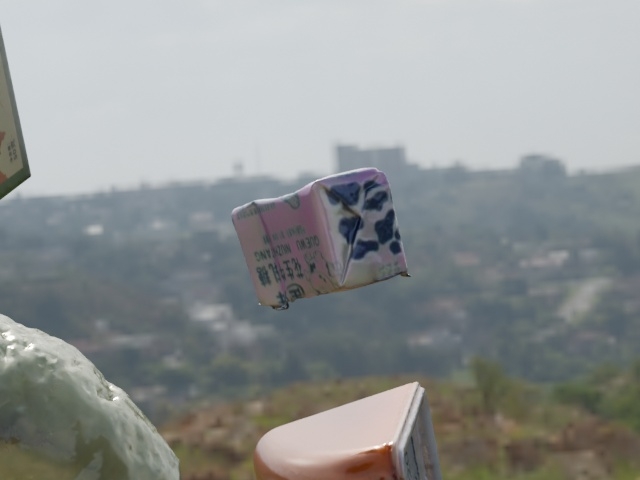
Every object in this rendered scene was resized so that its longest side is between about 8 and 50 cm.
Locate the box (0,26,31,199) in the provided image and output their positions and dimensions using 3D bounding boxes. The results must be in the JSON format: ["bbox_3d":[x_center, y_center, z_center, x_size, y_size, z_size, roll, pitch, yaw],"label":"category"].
[{"bbox_3d":[-0.332,-0.109,1.359,0.177,0.195,0.148,-1,20,20],"label":"box"}]

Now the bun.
[{"bbox_3d":[-0.176,0.119,0.901,0.244,0.244,0.153,-4,32,12],"label":"bun"}]

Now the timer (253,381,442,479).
[{"bbox_3d":[0.049,0.269,1.536,0.161,0.257,0.250,-11,7,-6],"label":"timer"}]

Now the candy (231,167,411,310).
[{"bbox_3d":[0.000,0.000,1.491,0.073,0.092,0.160,-16,1,-27],"label":"candy"}]
